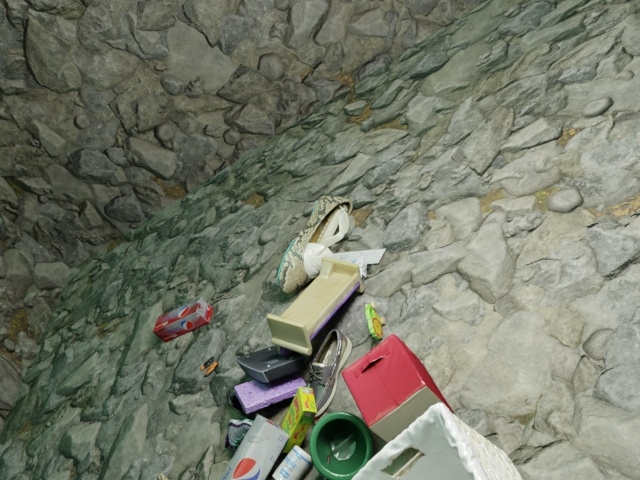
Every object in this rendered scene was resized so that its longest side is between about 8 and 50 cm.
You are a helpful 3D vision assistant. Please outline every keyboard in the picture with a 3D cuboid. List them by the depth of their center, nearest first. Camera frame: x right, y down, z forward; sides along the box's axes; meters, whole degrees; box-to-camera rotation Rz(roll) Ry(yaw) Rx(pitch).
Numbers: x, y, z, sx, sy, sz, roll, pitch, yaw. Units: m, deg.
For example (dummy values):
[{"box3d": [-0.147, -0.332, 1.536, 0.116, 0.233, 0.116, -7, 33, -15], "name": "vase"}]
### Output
[{"box3d": [0.127, 0.065, 2.302, 0.256, 0.014, 0.072, -6, 46, 43], "name": "keyboard"}]

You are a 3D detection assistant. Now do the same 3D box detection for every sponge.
[{"box3d": [-0.160, 0.476, 1.996, 0.210, 0.031, 0.117, -15, 26, -22], "name": "sponge"}]

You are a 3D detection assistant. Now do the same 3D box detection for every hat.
[{"box3d": [0.062, 0.574, 1.744, 0.173, 0.183, 0.208, -11, 64, 2], "name": "hat"}]

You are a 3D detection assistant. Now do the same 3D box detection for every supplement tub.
[{"box3d": [-0.077, 0.643, 1.762, 0.107, 0.071, 0.071, -50, 32, -14], "name": "supplement tub"}]

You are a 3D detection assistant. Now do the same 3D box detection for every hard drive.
[{"box3d": [-0.166, 0.408, 2.064, 0.172, 0.054, 0.254, -15, 6, -26], "name": "hard drive"}]

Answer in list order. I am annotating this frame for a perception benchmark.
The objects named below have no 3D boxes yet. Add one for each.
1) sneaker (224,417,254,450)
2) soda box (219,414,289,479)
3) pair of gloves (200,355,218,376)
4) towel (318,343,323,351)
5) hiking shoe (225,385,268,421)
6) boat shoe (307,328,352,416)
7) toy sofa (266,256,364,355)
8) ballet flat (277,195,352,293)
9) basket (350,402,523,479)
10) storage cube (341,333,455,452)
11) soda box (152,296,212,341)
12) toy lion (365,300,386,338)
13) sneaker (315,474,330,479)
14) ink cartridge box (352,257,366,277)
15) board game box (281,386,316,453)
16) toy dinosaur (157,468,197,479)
[{"box3d": [-0.234, 0.617, 1.953, 0.223, 0.083, 0.098, -25, 41, 59], "name": "sneaker"}, {"box3d": [-0.208, 0.659, 1.803, 0.286, 0.091, 0.098, -59, 17, -9], "name": "soda box"}, {"box3d": [-0.428, 0.484, 2.397, 0.074, 0.010, 0.083, -45, 29, -3], "name": "pair of gloves"}, {"box3d": [0.018, 0.366, 2.056, 0.060, 0.009, 0.083, -27, 35, 21], "name": "towel"}, {"box3d": [-0.263, 0.525, 2.066, 0.227, 0.114, 0.086, 14, 63, 54], "name": "hiking shoe"}, {"box3d": [0.007, 0.406, 1.936, 0.103, 0.092, 0.285, 1, 52, 42], "name": "boat shoe"}, {"box3d": [-0.005, 0.228, 2.051, 0.150, 0.177, 0.362, 10, 37, 33], "name": "toy sofa"}, {"box3d": [0.000, 0.000, 2.398, 0.182, 0.164, 0.483, -1, 45, 35], "name": "ballet flat"}, {"box3d": [0.259, 0.579, 1.239, 0.328, 0.266, 0.331, -47, 28, 13], "name": "basket"}, {"box3d": [0.203, 0.401, 1.628, 0.183, 0.215, 0.193, -38, 38, 5], "name": "storage cube"}, {"box3d": [-0.593, 0.343, 2.680, 0.263, 0.083, 0.092, -26, 34, 25], "name": "soda box"}, {"box3d": [0.168, 0.255, 1.949, 0.034, 0.100, 0.096, -22, 18, 26], "name": "toy lion"}, {"box3d": [0.036, 0.656, 1.633, 0.152, 0.058, 0.084, -14, 49, 47], "name": "sneaker"}, {"box3d": [0.136, 0.108, 2.215, 0.048, 0.028, 0.083, -18, 52, 35], "name": "ink cartridge box"}, {"box3d": [-0.067, 0.528, 1.827, 0.092, 0.043, 0.181, -106, 34, -56], "name": "board game box"}, {"box3d": [-0.432, 0.800, 1.973, 0.118, 0.064, 0.268, -55, 35, -8], "name": "toy dinosaur"}]
